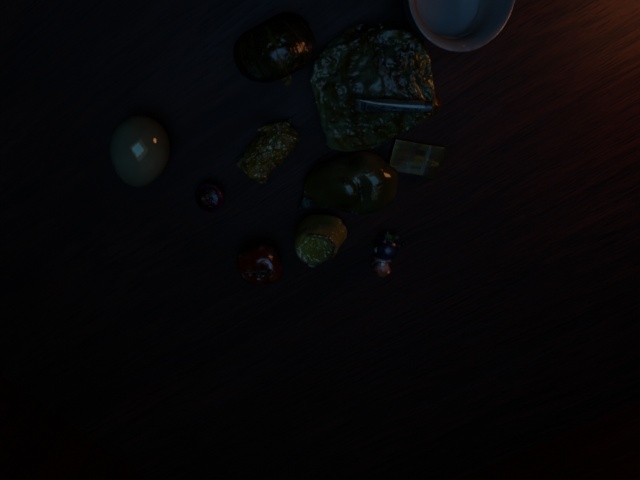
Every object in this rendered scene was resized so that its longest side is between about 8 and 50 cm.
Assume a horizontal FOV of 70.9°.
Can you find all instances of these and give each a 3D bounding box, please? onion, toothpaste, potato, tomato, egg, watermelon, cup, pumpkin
[{"bbox_3d":[-0.411,-0.158,1.659,0.115,0.104,0.115,3,105,10],"label":"onion"},{"bbox_3d":[0.227,-0.418,1.396,0.238,0.062,0.039,3,76,5],"label":"toothpaste"},{"bbox_3d":[0.106,-0.203,1.625,0.350,0.203,0.218,-9,133,17],"label":"potato"},{"bbox_3d":[-0.240,0.095,1.781,0.186,0.151,0.187,-4,120,-8],"label":"tomato"},{"bbox_3d":[-0.611,-0.297,1.520,0.188,0.189,0.254,18,119,-13],"label":"egg"},{"bbox_3d":[-0.062,-0.153,1.725,0.085,0.085,0.061,-19,78,7],"label":"watermelon"},{"bbox_3d":[0.386,-0.739,1.342,0.346,0.163,0.348,-4,107,-13],"label":"cup"},{"bbox_3d":[-0.133,-0.567,1.370,0.260,0.260,0.189,-24,119,9],"label":"pumpkin"}]

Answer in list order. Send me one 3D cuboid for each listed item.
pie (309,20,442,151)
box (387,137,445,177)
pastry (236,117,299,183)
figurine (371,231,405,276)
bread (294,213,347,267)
[{"bbox_3d":[0.161,-0.491,1.478,0.417,0.180,0.395,-21,120,14],"label":"pie"},{"bbox_3d":[0.354,-0.306,1.673,0.193,0.030,0.122,8,118,-7],"label":"box"},{"bbox_3d":[-0.184,-0.325,1.583,0.154,0.102,0.250,32,114,-23],"label":"pastry"},{"bbox_3d":[0.270,0.057,1.824,0.111,0.102,0.195,3,118,-9],"label":"figurine"},{"bbox_3d":[-0.002,-0.004,1.735,0.197,0.171,0.197,4,125,7],"label":"bread"}]
